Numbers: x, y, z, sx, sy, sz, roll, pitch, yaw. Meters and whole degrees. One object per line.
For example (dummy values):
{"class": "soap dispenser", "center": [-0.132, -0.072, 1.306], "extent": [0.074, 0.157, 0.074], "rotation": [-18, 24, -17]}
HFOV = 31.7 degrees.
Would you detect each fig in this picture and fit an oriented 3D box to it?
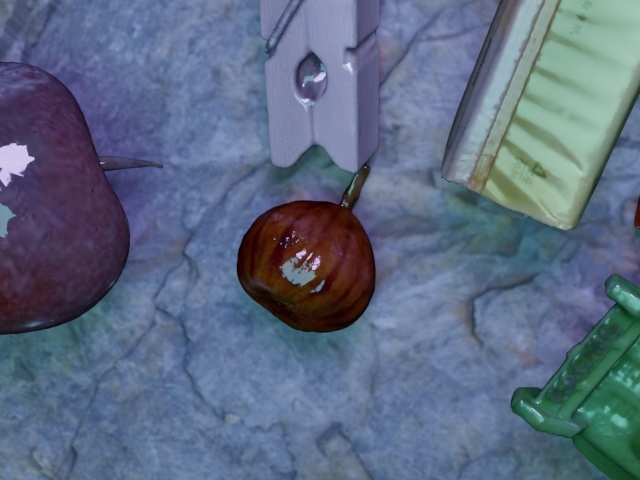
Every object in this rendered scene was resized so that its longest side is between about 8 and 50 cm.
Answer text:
{"class": "fig", "center": [-0.014, 0.008, 1.008], "extent": [0.128, 0.128, 0.150], "rotation": [-9, 77, 15]}

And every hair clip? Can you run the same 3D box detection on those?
{"class": "hair clip", "center": [-0.004, -0.216, 0.924], "extent": [0.101, 0.085, 0.330], "rotation": [7, 117, 16]}

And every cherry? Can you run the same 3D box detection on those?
{"class": "cherry", "center": [-0.278, -0.036, 0.991], "extent": [0.286, 0.213, 0.236], "rotation": [-14, 78, -10]}

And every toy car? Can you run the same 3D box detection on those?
{"class": "toy car", "center": [0.347, 0.153, 0.938], "extent": [0.359, 0.176, 0.213], "rotation": [35, 112, -1]}

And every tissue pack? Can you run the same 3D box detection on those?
{"class": "tissue pack", "center": [0.191, -0.146, 0.883], "extent": [0.125, 0.159, 0.234], "rotation": [23, 111, 5]}

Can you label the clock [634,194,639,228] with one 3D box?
{"class": "clock", "center": [0.351, -0.047, 0.935], "extent": [0.155, 0.061, 0.113], "rotation": [10, 109, 7]}
